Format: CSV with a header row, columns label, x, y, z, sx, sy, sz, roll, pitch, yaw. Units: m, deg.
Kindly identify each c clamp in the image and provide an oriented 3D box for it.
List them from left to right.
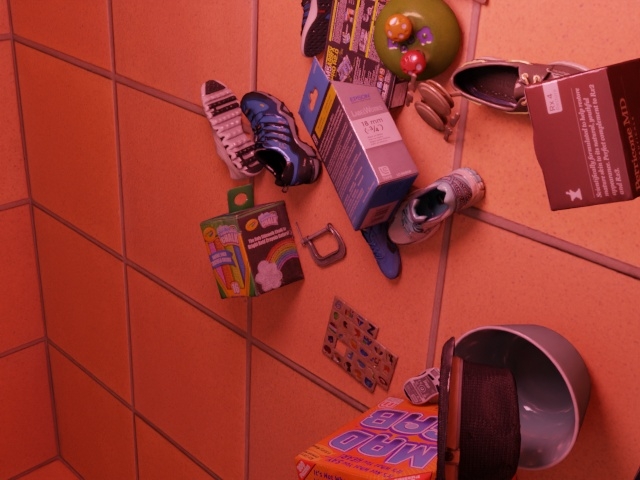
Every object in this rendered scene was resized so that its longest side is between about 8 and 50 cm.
label,x,y,z,sx,sy,sz,roll,pitch,yaw
c clamp,0.000,0.000,2.124,0.161,0.022,0.137,-19,91,49

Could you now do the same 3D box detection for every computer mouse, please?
label,x,y,z,sx,sy,sz,roll,pitch,yaw
computer mouse,0.276,0.336,1.960,0.193,0.042,0.106,-35,85,42

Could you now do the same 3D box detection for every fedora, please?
label,x,y,z,sx,sy,sz,roll,pitch,yaw
fedora,0.307,0.355,1.574,0.153,0.334,0.334,2,111,11

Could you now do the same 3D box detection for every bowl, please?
label,x,y,z,sx,sy,sz,roll,pitch,yaw
bowl,0.430,0.297,1.684,0.311,0.163,0.311,22,121,41

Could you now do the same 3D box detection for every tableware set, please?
label,x,y,z,sx,sy,sz,roll,pitch,yaw
tableware set,0.238,-0.282,1.676,0.128,0.039,0.194,43,175,7

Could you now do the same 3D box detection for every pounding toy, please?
label,x,y,z,sx,sy,sz,roll,pitch,yaw
pounding toy,0.192,-0.418,1.620,0.183,0.110,0.237,34,125,4

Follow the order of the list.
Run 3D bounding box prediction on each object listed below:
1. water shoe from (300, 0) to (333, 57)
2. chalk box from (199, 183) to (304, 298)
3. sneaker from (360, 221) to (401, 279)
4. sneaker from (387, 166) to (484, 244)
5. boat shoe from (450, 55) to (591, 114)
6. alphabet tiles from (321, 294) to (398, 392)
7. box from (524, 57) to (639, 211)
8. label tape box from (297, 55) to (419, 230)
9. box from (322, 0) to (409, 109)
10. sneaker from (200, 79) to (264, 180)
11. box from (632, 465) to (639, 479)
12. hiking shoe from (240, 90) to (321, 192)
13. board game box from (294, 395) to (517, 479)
label,x,y,z,sx,sy,sz,roll,pitch,yaw
water shoe,-0.009,-0.528,1.893,0.080,0.073,0.203,55,138,48
chalk box,-0.195,-0.005,2.214,0.179,0.180,0.289,-8,99,48
sneaker,0.131,0.000,1.942,0.069,0.082,0.209,-5,104,46
sneaker,0.221,-0.069,1.783,0.283,0.122,0.110,-41,76,47
boat shoe,0.387,-0.287,1.539,0.305,0.091,0.109,20,120,41
alphabet tiles,0.103,0.284,2.145,0.237,0.009,0.198,35,129,32
box,0.483,-0.185,1.259,0.143,0.381,0.191,-6,101,48
label tape box,0.077,-0.223,1.821,0.240,0.106,0.333,116,133,-64
box,0.113,-0.451,1.788,0.216,0.060,0.270,33,128,34
sneaker,-0.259,-0.296,2.223,0.118,0.110,0.292,-28,85,58
box,0.669,0.336,1.430,0.103,0.184,0.261,32,127,31
hiking shoe,-0.124,-0.262,2.062,0.304,0.132,0.113,52,136,18
board game box,0.217,0.618,1.898,0.356,0.356,0.356,0,106,47
